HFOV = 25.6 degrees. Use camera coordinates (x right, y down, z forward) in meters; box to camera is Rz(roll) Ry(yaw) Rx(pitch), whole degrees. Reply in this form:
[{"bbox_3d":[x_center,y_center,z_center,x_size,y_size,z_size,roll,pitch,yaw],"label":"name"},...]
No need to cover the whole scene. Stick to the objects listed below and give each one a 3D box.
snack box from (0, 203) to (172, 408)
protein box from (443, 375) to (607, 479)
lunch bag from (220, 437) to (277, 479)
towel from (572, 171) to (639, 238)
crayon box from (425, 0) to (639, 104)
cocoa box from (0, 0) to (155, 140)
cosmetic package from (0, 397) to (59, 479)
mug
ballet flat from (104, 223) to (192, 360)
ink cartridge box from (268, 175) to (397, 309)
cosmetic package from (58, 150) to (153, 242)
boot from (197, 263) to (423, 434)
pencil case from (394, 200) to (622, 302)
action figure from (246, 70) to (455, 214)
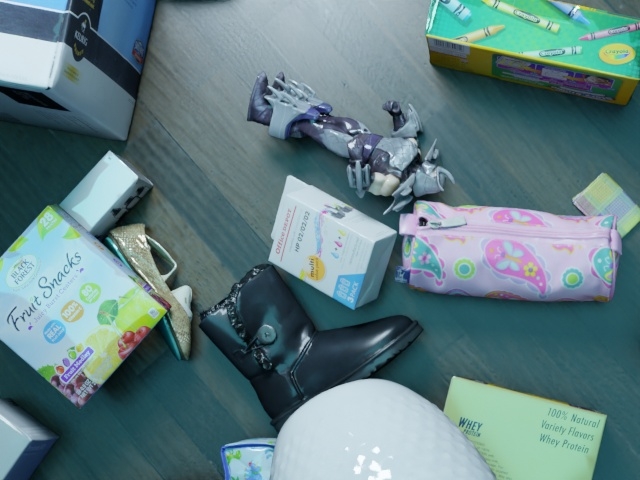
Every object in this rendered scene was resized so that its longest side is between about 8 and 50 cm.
[{"bbox_3d":[-0.328,0.084,1.822,0.207,0.070,0.174,41,92,-2],"label":"snack box"},{"bbox_3d":[0.241,0.292,1.788,0.200,0.136,0.201,14,87,8],"label":"protein box"},{"bbox_3d":[-0.044,0.300,1.824,0.151,0.129,0.096,-7,84,4],"label":"lunch bag"},{"bbox_3d":[0.383,-0.044,1.868,0.060,0.009,0.083,-44,82,0],"label":"towel"},{"bbox_3d":[0.280,-0.254,1.822,0.278,0.165,0.081,13,86,7],"label":"crayon box"},{"bbox_3d":[-0.374,-0.283,1.809,0.231,0.347,0.228,10,85,8],"label":"cocoa box"},{"bbox_3d":[-0.467,0.330,1.873,0.107,0.127,0.238,38,92,9],"label":"cosmetic package"},{"bbox_3d":[0.052,0.366,1.618,0.374,0.276,0.328,-47,49,28],"label":"mug"},{"bbox_3d":[-0.214,0.063,1.901,0.067,0.073,0.206,-30,86,-20],"label":"ballet flat"},{"bbox_3d":[0.000,0.000,1.841,0.181,0.061,0.104,29,118,26],"label":"ink cartridge box"},{"bbox_3d":[-0.334,-0.010,1.904,0.060,0.099,0.239,43,91,9],"label":"cosmetic package"},{"bbox_3d":[-0.017,0.112,1.856,0.246,0.094,0.207,-35,85,8],"label":"boot"},{"bbox_3d":[0.243,0.014,1.822,0.284,0.124,0.124,5,85,6],"label":"pencil case"},{"bbox_3d":[0.046,-0.131,1.842,0.285,0.185,0.099,26,118,12],"label":"action figure"}]
